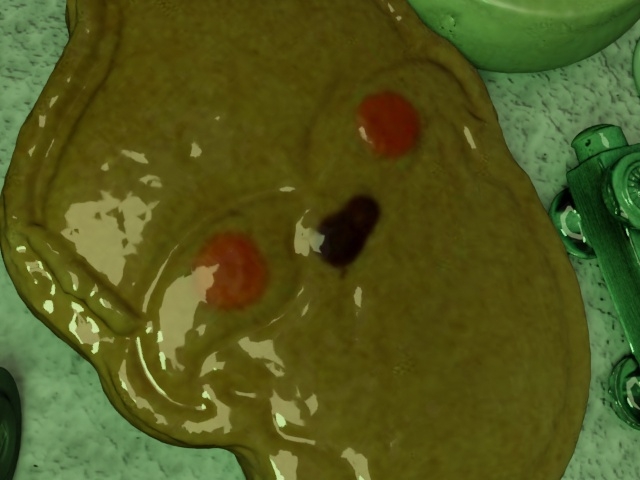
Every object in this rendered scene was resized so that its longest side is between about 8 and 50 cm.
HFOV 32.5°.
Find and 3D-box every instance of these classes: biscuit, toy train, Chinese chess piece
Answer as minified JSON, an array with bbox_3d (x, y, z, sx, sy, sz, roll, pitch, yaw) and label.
[{"bbox_3d":[0.000,0.000,0.720,0.350,0.078,0.455,-41,94,-30],"label":"biscuit"},{"bbox_3d":[0.265,0.027,0.788,0.159,0.101,0.248,-14,80,-27],"label":"toy train"},{"bbox_3d":[0.146,-0.249,0.828,0.250,0.101,0.250,3,75,-10],"label":"Chinese chess piece"}]

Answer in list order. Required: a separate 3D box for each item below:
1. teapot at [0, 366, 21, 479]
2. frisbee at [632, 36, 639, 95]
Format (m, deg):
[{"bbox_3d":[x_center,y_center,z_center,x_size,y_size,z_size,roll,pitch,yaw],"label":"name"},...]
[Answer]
[{"bbox_3d":[-0.240,0.136,0.666,0.091,0.092,0.124,3,68,7],"label":"teapot"},{"bbox_3d":[0.301,-0.133,0.873,0.110,0.014,0.110,2,76,-9],"label":"frisbee"}]
